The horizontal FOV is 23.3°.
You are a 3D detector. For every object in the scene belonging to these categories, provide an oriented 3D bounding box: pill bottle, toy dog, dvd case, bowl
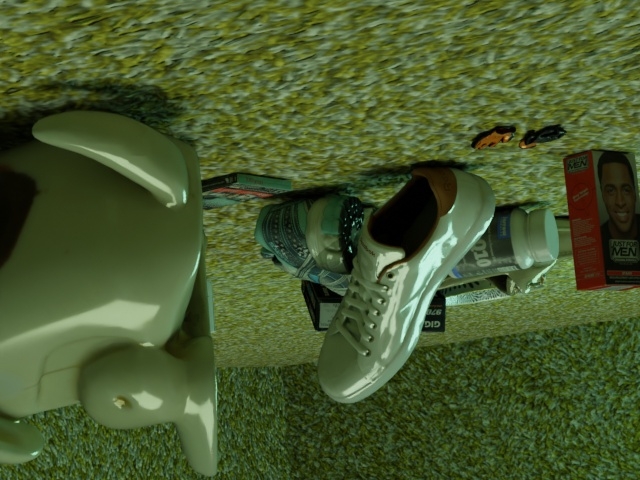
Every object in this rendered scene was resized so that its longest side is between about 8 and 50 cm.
[{"bbox_3d":[0.224,0.001,1.942,0.137,0.078,0.078,-9,171,23],"label":"pill bottle"},{"bbox_3d":[-0.295,0.051,1.287,0.408,0.284,0.395,-5,159,-4],"label":"toy dog"},{"bbox_3d":[-0.102,-0.050,1.607,0.119,0.013,0.087,-13,169,37],"label":"dvd case"},{"bbox_3d":[0.230,0.040,2.198,0.170,0.080,0.170,-9,172,-1],"label":"bowl"}]

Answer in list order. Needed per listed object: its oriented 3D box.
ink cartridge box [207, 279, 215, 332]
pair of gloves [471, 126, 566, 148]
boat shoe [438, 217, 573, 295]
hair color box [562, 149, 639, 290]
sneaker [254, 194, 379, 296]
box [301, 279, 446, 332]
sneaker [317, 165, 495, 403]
[{"bbox_3d":[-0.269,0.116,2.405,0.148,0.086,0.203,-1,172,-26],"label":"ink cartridge box"},{"bbox_3d":[0.188,-0.096,1.476,0.083,0.010,0.074,-3,172,-18],"label":"pair of gloves"},{"bbox_3d":[0.253,0.027,2.069,0.302,0.098,0.109,-2,171,-19],"label":"boat shoe"},{"bbox_3d":[0.297,-0.020,1.617,0.072,0.141,0.043,1,169,-39],"label":"hair color box"},{"bbox_3d":[0.000,0.000,1.795,0.122,0.110,0.283,5,167,13],"label":"sneaker"},{"bbox_3d":[0.069,0.074,2.142,0.175,0.051,0.220,1,-167,-7],"label":"box"},{"bbox_3d":[0.059,0.040,1.638,0.123,0.290,0.106,15,-160,-47],"label":"sneaker"}]
